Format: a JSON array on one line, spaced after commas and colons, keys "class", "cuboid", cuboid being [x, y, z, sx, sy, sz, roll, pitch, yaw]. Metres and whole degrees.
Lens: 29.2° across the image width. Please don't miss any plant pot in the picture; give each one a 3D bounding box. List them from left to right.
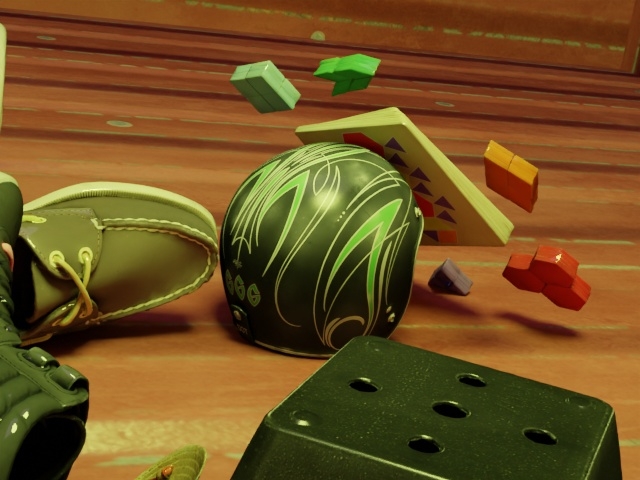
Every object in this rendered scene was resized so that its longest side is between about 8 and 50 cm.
[{"class": "plant pot", "cuboid": [0.044, 0.149, 0.543, 0.187, 0.167, 0.188, 15, 17, 18]}]

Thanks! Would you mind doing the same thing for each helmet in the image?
[{"class": "helmet", "cuboid": [0.000, 0.000, 1.013, 0.169, 0.162, 0.169, 8, 17, -3]}]

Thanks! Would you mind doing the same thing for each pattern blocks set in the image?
[{"class": "pattern blocks set", "cuboid": [0.076, -0.050, 1.083, 0.285, 0.026, 0.325, 7, -32, 40]}]

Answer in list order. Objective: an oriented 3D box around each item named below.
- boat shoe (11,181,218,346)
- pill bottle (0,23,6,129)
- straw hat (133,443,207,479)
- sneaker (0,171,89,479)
[{"class": "boat shoe", "cuboid": [-0.222, 0.027, 0.905, 0.324, 0.117, 0.097, -3, 25, -23]}, {"class": "pill bottle", "cuboid": [-0.485, -0.151, 1.238, 0.318, 0.176, 0.176, 4, 17, -15]}, {"class": "straw hat", "cuboid": [-0.083, 0.166, 0.588, 0.061, 0.144, 0.144, 48, 15, -9]}, {"class": "sneaker", "cuboid": [-0.196, 0.069, 0.730, 0.147, 0.105, 0.296, 14, 38, 1]}]
